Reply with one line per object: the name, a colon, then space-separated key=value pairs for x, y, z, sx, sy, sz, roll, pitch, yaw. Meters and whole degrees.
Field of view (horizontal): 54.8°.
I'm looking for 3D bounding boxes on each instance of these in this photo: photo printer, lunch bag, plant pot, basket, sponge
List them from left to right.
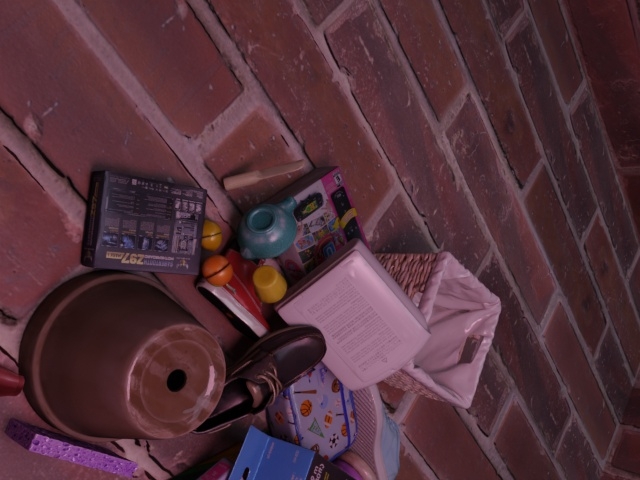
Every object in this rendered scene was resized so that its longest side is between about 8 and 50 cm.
sponge: x=-0.443 y=0.374 z=1.107 sx=0.210 sy=0.117 sz=0.031 roll=36 pitch=66 yaw=-39
plant pot: x=-0.325 y=0.225 z=1.103 sx=0.323 sy=0.280 sz=0.323 roll=-4 pitch=96 yaw=-43
lunch bag: x=-0.014 y=0.397 z=1.525 sx=0.243 sy=0.115 sz=0.303 roll=-19 pitch=106 yaw=-44
photo printer: x=0.085 y=0.183 z=1.418 sx=0.256 sy=0.107 sz=0.307 roll=-39 pitch=103 yaw=12
basket: x=0.275 y=0.236 z=1.685 sx=0.331 sy=0.266 sz=0.328 roll=38 pitch=67 yaw=-37

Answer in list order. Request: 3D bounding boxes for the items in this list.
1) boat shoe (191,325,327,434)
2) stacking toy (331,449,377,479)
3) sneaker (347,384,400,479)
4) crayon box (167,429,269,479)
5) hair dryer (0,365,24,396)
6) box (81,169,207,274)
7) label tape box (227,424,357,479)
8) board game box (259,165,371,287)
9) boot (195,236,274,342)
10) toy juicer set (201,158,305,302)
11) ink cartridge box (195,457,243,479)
boat shoe: x=-0.134 y=0.308 z=1.305 sx=0.355 sy=0.130 sz=0.132 roll=-30 pitch=111 yaw=-9
stacking toy: x=-0.010 y=0.681 z=1.545 sx=0.330 sy=0.141 sz=0.141 roll=-33 pitch=114 yaw=-30
sneaker: x=0.145 y=0.509 z=1.682 sx=0.150 sy=0.135 sz=0.366 roll=-28 pitch=120 yaw=-47
crayon box: x=-0.204 y=0.579 z=1.372 sx=0.318 sy=0.081 sz=0.202 roll=-17 pitch=103 yaw=-43
hair dryer: x=-0.626 y=0.267 z=0.977 sx=0.293 sy=0.080 sz=0.224 roll=-21 pitch=122 yaw=-35
box: x=-0.342 y=-0.029 z=1.223 sx=0.232 sy=0.059 sz=0.183 roll=7 pitch=87 yaw=-44
label tape box: x=-0.062 y=0.575 z=1.313 sx=0.334 sy=0.105 sz=0.241 roll=48 pitch=53 yaw=-41
board game box: x=0.000 y=0.000 z=1.528 sx=0.224 sy=0.097 sz=0.303 roll=-37 pitch=117 yaw=-35
boot: x=-0.146 y=0.115 z=1.403 sx=0.244 sy=0.088 sz=0.176 roll=52 pitch=57 yaw=-28
toy juicer set: x=-0.154 y=-0.028 z=1.342 sx=0.089 sy=0.209 sz=0.329 roll=73 pitch=24 yaw=-61
ink cartridge box: x=-0.266 y=0.603 z=1.219 sx=0.311 sy=0.065 sz=0.186 roll=-30 pitch=112 yaw=-37
